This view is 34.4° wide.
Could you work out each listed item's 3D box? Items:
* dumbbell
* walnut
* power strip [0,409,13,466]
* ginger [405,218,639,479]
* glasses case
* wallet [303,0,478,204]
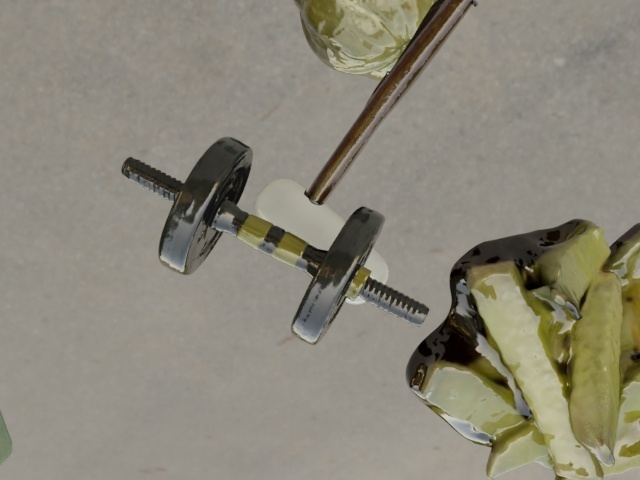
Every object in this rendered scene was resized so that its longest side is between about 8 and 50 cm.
[{"bbox_3d":[-0.046,0.000,0.989,0.325,0.143,0.143,28,149,5],"label":"dumbbell"},{"bbox_3d":[0.085,-0.409,1.702,0.282,0.277,0.253,1,145,-36],"label":"walnut"},{"bbox_3d":[-0.273,0.046,0.583,0.145,0.061,0.216,-2,114,23],"label":"power strip"},{"bbox_3d":[0.341,0.151,1.269,0.413,0.358,0.211,13,-172,-27],"label":"ginger"},{"bbox_3d":[0.000,0.000,1.303,0.197,0.076,0.049,41,160,7],"label":"glasses case"},{"bbox_3d":[0.064,-0.143,1.065,0.031,0.255,0.137,36,-178,-6],"label":"wallet"}]
